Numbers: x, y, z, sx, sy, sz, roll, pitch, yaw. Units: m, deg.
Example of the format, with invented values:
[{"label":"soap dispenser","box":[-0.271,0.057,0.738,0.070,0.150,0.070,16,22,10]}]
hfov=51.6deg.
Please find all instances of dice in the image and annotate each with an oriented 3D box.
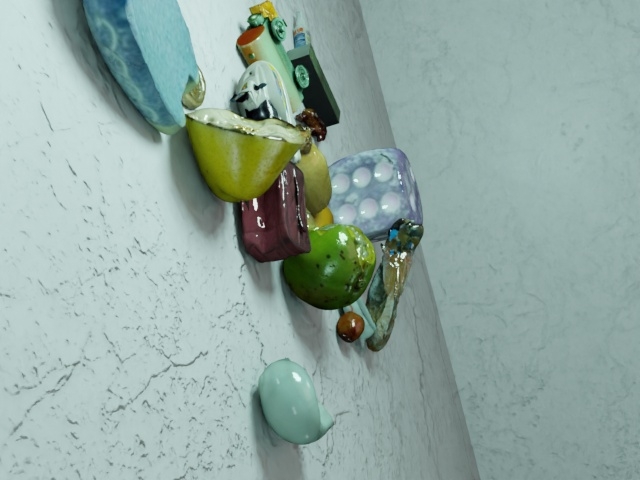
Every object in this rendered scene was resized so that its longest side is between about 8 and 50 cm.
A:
[{"label":"dice","box":[0.179,-0.141,2.192,0.271,0.270,0.270,10,67,-71]}]

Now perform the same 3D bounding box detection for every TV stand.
[{"label":"TV stand","box":[-0.023,-0.499,2.166,0.082,0.088,0.269,-83,153,-47]}]

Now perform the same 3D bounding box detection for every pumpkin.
[{"label":"pumpkin","box":[-0.163,-0.653,1.920,0.083,0.054,0.074,-42,115,-47]}]

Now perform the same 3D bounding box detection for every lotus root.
[{"label":"lotus root","box":[-0.046,-0.170,1.734,0.146,0.131,0.303,51,-13,32]}]

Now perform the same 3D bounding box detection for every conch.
[{"label":"conch","box":[-0.052,0.322,1.336,0.221,0.121,0.185,65,15,-50]}]

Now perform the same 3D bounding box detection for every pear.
[{"label":"pear","box":[-0.165,-0.159,1.317,0.267,0.267,0.178,-41,149,-71]}]

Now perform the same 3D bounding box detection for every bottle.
[{"label":"bottle","box":[-0.062,-0.695,2.259,0.060,0.060,0.217,47,33,-57]}]

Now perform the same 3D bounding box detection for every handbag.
[{"label":"handbag","box":[-0.099,-0.066,1.471,0.146,0.135,0.225,40,43,-64]}]

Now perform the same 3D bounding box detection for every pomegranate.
[{"label":"pomegranate","box":[-0.003,0.030,1.642,0.302,0.236,0.236,46,4,26]}]

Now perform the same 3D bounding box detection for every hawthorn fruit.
[{"label":"hawthorn fruit","box":[0.084,0.253,1.893,0.081,0.081,0.093,68,29,-23]}]

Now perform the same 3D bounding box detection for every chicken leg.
[{"label":"chicken leg","box":[-0.026,-0.379,2.126,0.219,0.048,0.089,38,37,-63]}]

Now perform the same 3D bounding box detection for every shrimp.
[{"label":"shrimp","box":[0.213,0.143,2.061,0.221,0.110,0.445,-103,-154,-72]}]

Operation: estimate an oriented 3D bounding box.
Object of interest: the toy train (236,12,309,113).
[{"label":"toy train","box":[-0.128,-0.468,1.799,0.285,0.116,0.177,62,34,-39]}]

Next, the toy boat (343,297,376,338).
[{"label":"toy boat","box":[0.093,0.205,1.996,0.207,0.079,0.134,62,6,-11]}]

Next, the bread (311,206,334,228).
[{"label":"bread","box":[0.000,0.000,1.851,0.092,0.074,0.239,64,20,-46]}]

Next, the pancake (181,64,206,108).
[{"label":"pancake","box":[-0.276,-0.343,1.353,0.151,0.025,0.151,-13,90,-73]}]

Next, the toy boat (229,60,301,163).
[{"label":"toy boat","box":[-0.140,-0.294,1.576,0.141,0.141,0.269,-32,104,-72]}]

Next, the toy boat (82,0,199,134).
[{"label":"toy boat","box":[-0.318,-0.345,1.133,0.330,0.123,0.215,71,22,-51]}]
